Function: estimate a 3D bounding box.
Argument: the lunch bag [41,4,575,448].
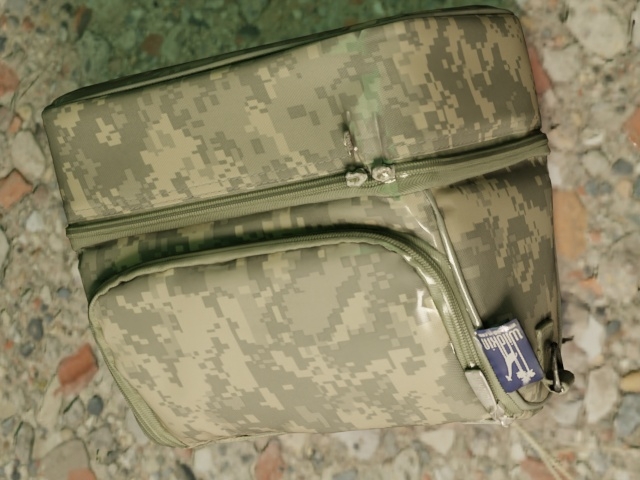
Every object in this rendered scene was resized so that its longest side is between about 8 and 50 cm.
[{"bbox_3d":[0.000,0.000,1.185,0.305,0.212,0.256,-9,96,30],"label":"lunch bag"}]
